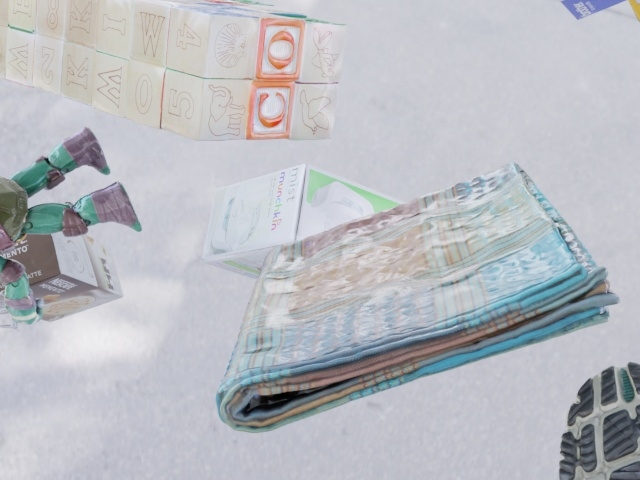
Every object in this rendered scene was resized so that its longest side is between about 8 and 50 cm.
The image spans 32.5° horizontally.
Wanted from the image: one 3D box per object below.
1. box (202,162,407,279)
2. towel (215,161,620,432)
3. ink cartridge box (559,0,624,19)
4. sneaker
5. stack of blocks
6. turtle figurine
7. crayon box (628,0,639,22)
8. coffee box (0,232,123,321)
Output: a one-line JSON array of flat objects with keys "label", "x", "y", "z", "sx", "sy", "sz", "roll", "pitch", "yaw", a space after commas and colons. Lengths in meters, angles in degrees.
[{"label": "box", "x": 0.000, "y": 0.000, "z": 1.638, "sx": 0.262, "sy": 0.231, "sz": 0.126, "roll": 19, "pitch": 70, "yaw": -35}, {"label": "towel", "x": 0.061, "y": 0.025, "z": 0.866, "sx": 0.272, "sy": 0.040, "sz": 0.370, "roll": -19, "pitch": 14, "yaw": 7}, {"label": "ink cartridge box", "x": 0.321, "y": -0.326, "z": 1.311, "sx": 0.097, "sy": 0.207, "sz": 0.046, "roll": -20, "pitch": 78, "yaw": 23}, {"label": "sneaker", "x": 0.255, "y": 0.222, "z": 0.792, "sx": 0.110, "sy": 0.107, "sz": 0.275, "roll": 0, "pitch": 69, "yaw": -58}, {"label": "stack of blocks", "x": -0.118, "y": -0.151, "z": 0.867, "sx": 0.171, "sy": 0.087, "sz": 0.297, "roll": -8, "pitch": 21, "yaw": -44}, {"label": "turtle figurine", "x": -0.291, "y": -0.009, "z": 0.988, "sx": 0.234, "sy": 0.118, "sz": 0.175, "roll": -26, "pitch": 80, "yaw": -11}, {"label": "crayon box", "x": 0.316, "y": -0.310, "z": 0.959, "sx": 0.165, "sy": 0.278, "sz": 0.081, "roll": 17, "pitch": 65, "yaw": 49}, {"label": "coffee box", "x": -0.425, "y": 0.049, "z": 1.714, "sx": 0.141, "sy": 0.246, "sz": 0.098, "roll": -20, "pitch": 76, "yaw": 6}]
